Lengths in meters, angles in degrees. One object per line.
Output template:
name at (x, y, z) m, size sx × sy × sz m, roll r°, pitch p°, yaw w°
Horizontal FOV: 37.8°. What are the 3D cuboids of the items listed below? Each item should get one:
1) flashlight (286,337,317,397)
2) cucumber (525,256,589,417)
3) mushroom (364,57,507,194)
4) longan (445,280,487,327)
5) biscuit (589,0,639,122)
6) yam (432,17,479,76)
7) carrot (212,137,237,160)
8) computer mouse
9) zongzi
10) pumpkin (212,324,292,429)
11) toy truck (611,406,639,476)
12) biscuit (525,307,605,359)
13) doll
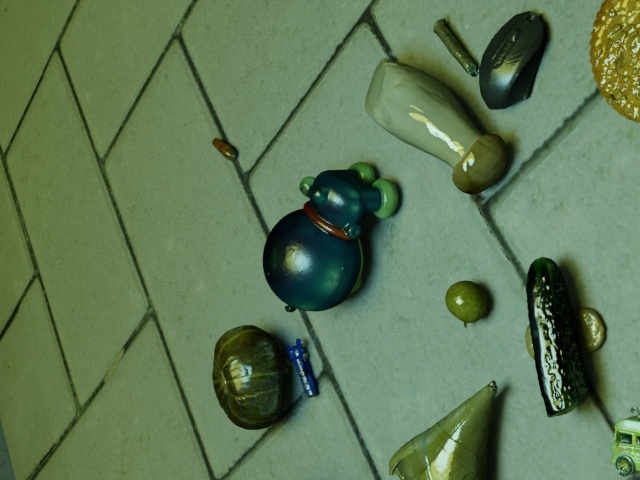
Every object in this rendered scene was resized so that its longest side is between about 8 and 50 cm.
flashlight at (-0.033, 0.262, 1.916) m, size 0.057 × 0.035 × 0.121 m, roll -41°, pitch 64°, yaw 42°
cucumber at (0.352, 0.142, 1.414) m, size 0.074 × 0.074 × 0.242 m, roll -21°, pitch 73°, yaw 47°
mushroom at (0.184, -0.210, 1.622) m, size 0.350 × 0.128 × 0.128 m, roll 48°, pitch 123°, yaw 34°
longan at (0.244, 0.108, 1.574) m, size 0.075 × 0.075 × 0.083 m, roll 30°, pitch 126°, yaw 46°
biscuit at (0.490, -0.288, 1.328) m, size 0.254 × 0.035 × 0.254 m, roll -3°, pitch 86°, yaw 50°
yam at (0.238, -0.337, 1.633) m, size 0.033 × 0.027 × 0.129 m, roll -55°, pitch 51°, yaw 34°
carrot at (-0.222, -0.212, 2.164) m, size 0.093 × 0.032 × 0.032 m, roll 41°, pitch 118°, yaw 48°
computer mouse at (0.307, -0.294, 1.525) m, size 0.099 × 0.057 × 0.172 m, roll 42°, pitch 116°, yaw 44°
zongzi at (0.253, 0.386, 1.532) m, size 0.256 × 0.115 × 0.228 m, roll -44°, pitch 59°, yaw 26°
pumpkin at (-0.139, 0.278, 1.958) m, size 0.219 × 0.162 × 0.219 m, roll 170°, pitch 90°, yaw -73°
toy truck at (0.484, 0.278, 1.277) m, size 0.169 × 0.077 × 0.100 m, roll 1°, pitch 92°, yaw 51°
biscuit at (0.377, 0.148, 1.454) m, size 0.147 × 0.018 × 0.071 m, roll -23°, pitch 73°, yaw 45°
doll at (0.001, 0.000, 1.777) m, size 0.198 × 0.186 × 0.322 m, roll 38°, pitch 113°, yaw 44°
